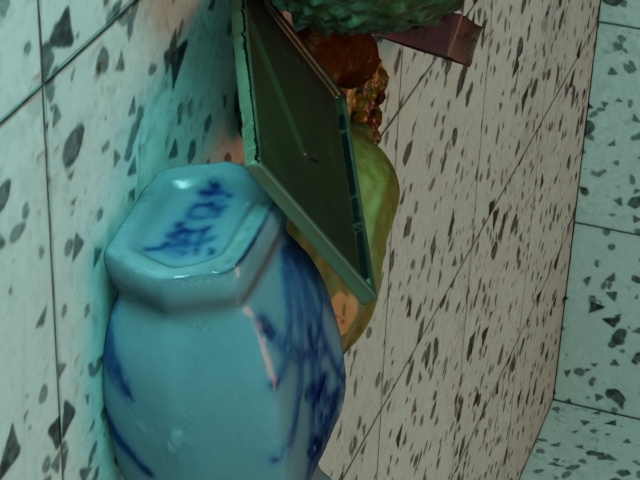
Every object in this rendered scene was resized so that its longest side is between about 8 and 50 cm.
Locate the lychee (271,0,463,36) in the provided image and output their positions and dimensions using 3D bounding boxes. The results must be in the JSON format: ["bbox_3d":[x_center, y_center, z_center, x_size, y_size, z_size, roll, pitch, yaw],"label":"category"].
[{"bbox_3d":[0.053,-0.316,1.757,0.255,0.274,0.255,11,72,-35],"label":"lychee"}]

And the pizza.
[{"bbox_3d":[0.039,-0.134,2.200,0.127,0.058,0.246,-39,140,-67],"label":"pizza"}]

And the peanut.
[{"bbox_3d":[0.001,-0.003,1.983,0.174,0.158,0.340,72,33,-53],"label":"peanut"}]

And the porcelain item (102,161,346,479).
[{"bbox_3d":[-0.084,0.135,1.739,0.242,0.178,0.405,-63,154,-46],"label":"porcelain item"}]

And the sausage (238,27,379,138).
[{"bbox_3d":[-0.007,-0.176,1.974,0.302,0.076,0.103,-45,143,-63],"label":"sausage"}]

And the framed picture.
[{"bbox_3d":[-0.019,-0.104,1.729,0.213,0.016,0.289,49,23,-40],"label":"framed picture"}]

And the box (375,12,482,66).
[{"bbox_3d":[0.134,-0.265,2.337,0.156,0.111,0.060,6,104,-73],"label":"box"}]
